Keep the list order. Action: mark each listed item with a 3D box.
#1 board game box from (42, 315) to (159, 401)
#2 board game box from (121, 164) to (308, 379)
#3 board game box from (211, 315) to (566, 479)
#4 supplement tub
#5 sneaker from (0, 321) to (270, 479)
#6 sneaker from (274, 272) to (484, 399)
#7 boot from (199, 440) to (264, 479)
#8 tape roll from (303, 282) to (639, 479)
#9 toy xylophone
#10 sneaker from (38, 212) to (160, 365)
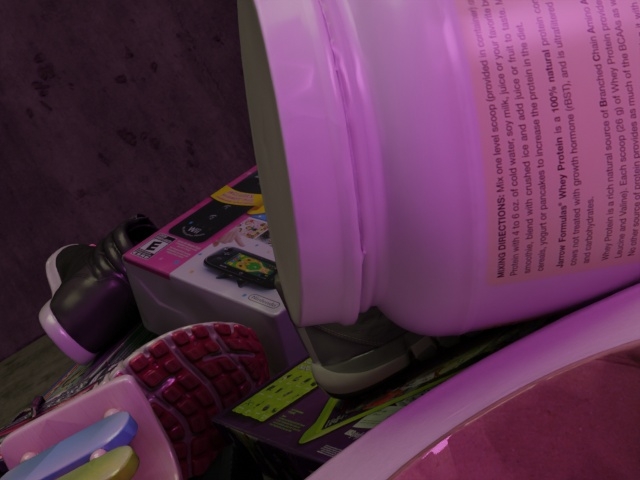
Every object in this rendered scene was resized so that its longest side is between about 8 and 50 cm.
[{"bbox_3d":[-0.226,0.136,1.556,0.317,0.046,0.213,-48,11,-31],"label":"board game box"},{"bbox_3d":[0.000,0.000,1.356,0.224,0.098,0.303,19,43,43],"label":"board game box"},{"bbox_3d":[0.059,0.099,0.985,0.208,0.056,0.347,-37,9,-15],"label":"board game box"},{"bbox_3d":[0.129,-0.076,0.793,0.324,0.236,0.235,-9,5,-6],"label":"supplement tub"},{"bbox_3d":[-0.178,0.149,1.153,0.299,0.121,0.112,-26,18,-20],"label":"sneaker"},{"bbox_3d":[0.072,-0.003,0.924,0.228,0.132,0.086,-30,8,3],"label":"sneaker"},{"bbox_3d":[-0.091,0.189,0.975,0.099,0.045,0.121,-31,9,9],"label":"boot"},{"bbox_3d":[0.104,0.119,0.578,0.392,0.072,0.392,-29,8,5],"label":"tape roll"},{"bbox_3d":[-0.189,0.220,0.852,0.236,0.081,0.323,-31,19,7],"label":"toy xylophone"},{"bbox_3d":[-0.222,0.033,1.571,0.147,0.104,0.296,-40,14,4],"label":"sneaker"}]
